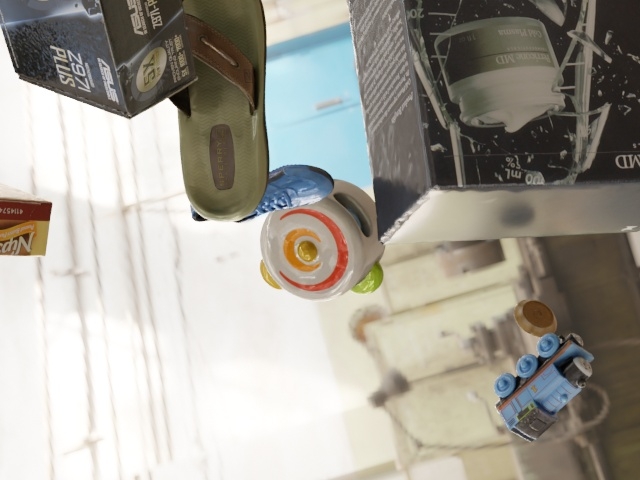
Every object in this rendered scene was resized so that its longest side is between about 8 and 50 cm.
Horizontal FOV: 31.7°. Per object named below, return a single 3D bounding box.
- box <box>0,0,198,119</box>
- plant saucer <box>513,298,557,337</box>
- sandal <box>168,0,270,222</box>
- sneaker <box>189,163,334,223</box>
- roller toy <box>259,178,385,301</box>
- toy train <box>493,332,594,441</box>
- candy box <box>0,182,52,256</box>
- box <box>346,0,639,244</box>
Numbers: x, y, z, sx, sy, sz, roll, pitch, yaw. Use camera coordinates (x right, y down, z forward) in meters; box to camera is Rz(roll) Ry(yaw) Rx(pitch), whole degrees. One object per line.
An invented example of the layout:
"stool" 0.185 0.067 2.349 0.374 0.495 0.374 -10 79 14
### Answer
"box" -0.185 -0.202 0.862 0.147 0.077 0.180 22 135 36
"plant saucer" 0.387 0.135 2.014 0.015 0.083 0.083 112 151 -47
"sandal" -0.114 -0.168 1.156 0.086 0.120 0.302 -18 -82 -72
"sneaker" -0.084 -0.056 1.598 0.082 0.209 0.069 -80 -19 -45
"roller toy" 0.000 0.000 1.897 0.146 0.209 0.191 -35 -50 -61
"toy train" 0.359 0.231 1.800 0.080 0.184 0.105 32 -160 -36
"candy box" -0.547 -0.051 1.628 0.316 0.183 0.087 19 101 46
"box" 0.322 -0.262 1.800 0.297 0.480 0.471 130 135 -70
